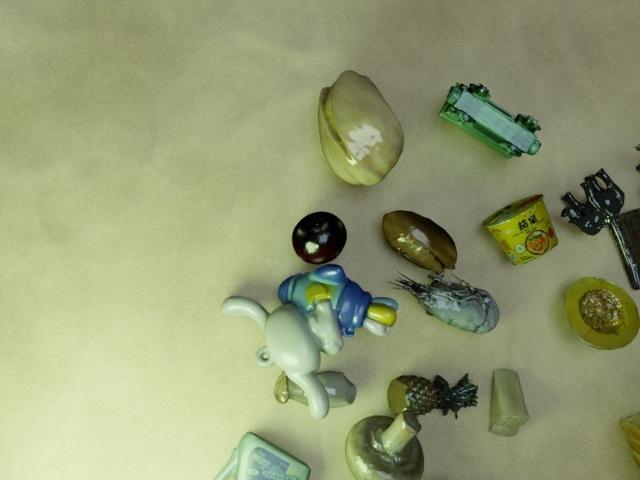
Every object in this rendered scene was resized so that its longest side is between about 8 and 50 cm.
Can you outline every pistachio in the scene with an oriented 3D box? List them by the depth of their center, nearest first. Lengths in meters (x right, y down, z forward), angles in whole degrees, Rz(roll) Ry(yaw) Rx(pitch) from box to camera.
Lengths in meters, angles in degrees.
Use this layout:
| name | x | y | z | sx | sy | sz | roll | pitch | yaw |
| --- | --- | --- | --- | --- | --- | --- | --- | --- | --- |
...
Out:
| name | x | y | z | sx | sy | sz | roll | pitch | yaw |
| --- | --- | --- | --- | --- | --- | --- | --- | --- | --- |
| pistachio | 0.101 | -0.296 | 1.619 | 0.238 | 0.229 | 0.321 | 13 | 57 | -51 |

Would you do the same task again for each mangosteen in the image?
| name | x | y | z | sx | sy | sz | roll | pitch | yaw |
| --- | --- | --- | --- | --- | --- | --- | --- | --- | --- |
| mangosteen | 0.000 | 0.000 | 1.596 | 0.152 | 0.152 | 0.152 | 2 | 80 | -10 |

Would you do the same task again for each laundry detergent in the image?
| name | x | y | z | sx | sy | sz | roll | pitch | yaw |
| --- | --- | --- | --- | --- | --- | --- | --- | --- | --- |
| laundry detergent | -0.169 | 0.635 | 1.463 | 0.215 | 0.105 | 0.280 | 32 | 78 | -4 |

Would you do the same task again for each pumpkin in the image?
| name | x | y | z | sx | sy | sz | roll | pitch | yaw |
| --- | --- | --- | --- | --- | --- | --- | --- | --- | --- |
| pumpkin | 0.786 | 0.214 | 1.722 | 0.217 | 0.110 | 0.217 | 1 | 71 | -2 |

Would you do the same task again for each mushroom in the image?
| name | x | y | z | sx | sy | sz | roll | pitch | yaw |
| --- | --- | --- | --- | --- | --- | --- | --- | --- | --- |
| mushroom | 0.173 | 0.509 | 1.482 | 0.207 | 0.207 | 0.215 | 26 | 119 | -5 |
| mushroom | -0.012 | 0.381 | 1.544 | 0.212 | 0.088 | 0.097 | 6 | 82 | -2 |

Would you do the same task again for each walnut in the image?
| name | x | y | z | sx | sy | sz | roll | pitch | yaw |
| --- | --- | --- | --- | --- | --- | --- | --- | --- | --- |
| walnut | 0.272 | 0.002 | 1.641 | 0.245 | 0.137 | 0.137 | 31 | 76 | -5 |

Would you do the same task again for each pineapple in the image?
| name | x | y | z | sx | sy | sz | roll | pitch | yaw |
| --- | --- | --- | --- | --- | --- | --- | --- | --- | --- |
| pineapple | 0.307 | 0.414 | 1.597 | 0.251 | 0.125 | 0.125 | 2 | 79 | -20 |

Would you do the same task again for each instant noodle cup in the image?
| name | x | y | z | sx | sy | sz | roll | pitch | yaw |
| --- | --- | --- | --- | --- | --- | --- | --- | --- | --- |
| instant noodle cup | 0.572 | -0.025 | 1.688 | 0.182 | 0.182 | 0.144 | -31 | 95 | -14 |

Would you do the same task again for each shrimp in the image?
| name | x | y | z | sx | sy | sz | roll | pitch | yaw |
| --- | --- | --- | --- | --- | --- | --- | --- | --- | --- |
| shrimp | 0.341 | 0.150 | 1.638 | 0.343 | 0.116 | 0.145 | 22 | 76 | -13 |

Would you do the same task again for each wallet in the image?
| name | x | y | z | sx | sy | sz | roll | pitch | yaw |
| --- | --- | --- | --- | --- | --- | --- | --- | --- | --- |
| wallet | 0.958 | 0.023 | 1.811 | 0.124 | 0.042 | 0.230 | -18 | 83 | -10 |

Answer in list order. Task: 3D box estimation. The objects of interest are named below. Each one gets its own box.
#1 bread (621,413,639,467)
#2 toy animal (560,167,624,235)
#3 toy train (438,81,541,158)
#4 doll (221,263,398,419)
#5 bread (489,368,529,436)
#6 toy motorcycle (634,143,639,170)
| name | x | y | z | sx | sy | sz | roll | pitch | yaw |
| --- | --- | --- | --- | --- | --- | --- | --- | --- | --- |
| bread | 0.926 | 0.591 | 1.598 | 0.111 | 0.246 | 0.239 | -21 | 84 | 4 |
| toy animal | 0.807 | -0.108 | 1.769 | 0.245 | 0.114 | 0.146 | -33 | 87 | -14 |
| toy train | 0.480 | -0.340 | 1.709 | 0.301 | 0.202 | 0.120 | 31 | 99 | -4 |
| doll | -0.011 | 0.203 | 1.527 | 0.365 | 0.187 | 0.376 | -38 | 87 | -12 |
| bread | 0.509 | 0.448 | 1.663 | 0.077 | 0.105 | 0.152 | 9 | 47 | -8 |
| toy motorcycle | 1.093 | -0.197 | 1.830 | 0.401 | 0.134 | 0.207 | 15 | 77 | -9 |
